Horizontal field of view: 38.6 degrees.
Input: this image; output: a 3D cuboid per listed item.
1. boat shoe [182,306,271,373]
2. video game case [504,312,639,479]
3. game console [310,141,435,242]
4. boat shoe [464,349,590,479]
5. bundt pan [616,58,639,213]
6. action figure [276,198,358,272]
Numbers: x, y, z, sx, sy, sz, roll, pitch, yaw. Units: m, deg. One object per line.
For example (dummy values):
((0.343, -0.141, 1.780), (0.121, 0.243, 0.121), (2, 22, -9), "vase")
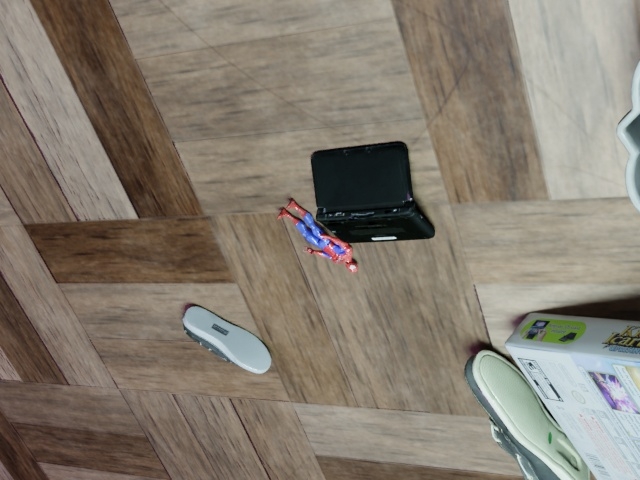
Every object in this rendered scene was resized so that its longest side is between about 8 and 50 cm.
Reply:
((-0.131, 0.143, 1.276), (0.142, 0.049, 0.040), (33, 141, 9), "boat shoe")
((0.360, 0.198, 0.979), (0.269, 0.061, 0.244), (53, 156, -20), "video game case")
((0.060, -0.050, 1.031), (0.122, 0.071, 0.107), (-3, 155, 32), "game console")
((0.238, 0.230, 1.116), (0.079, 0.084, 0.233), (-23, 116, 39), "boat shoe")
((0.411, -0.102, 0.714), (0.330, 0.124, 0.331), (15, 133, 17), "bundt pan")
((0.000, 0.000, 1.096), (0.115, 0.030, 0.038), (38, 130, -7), "action figure")
